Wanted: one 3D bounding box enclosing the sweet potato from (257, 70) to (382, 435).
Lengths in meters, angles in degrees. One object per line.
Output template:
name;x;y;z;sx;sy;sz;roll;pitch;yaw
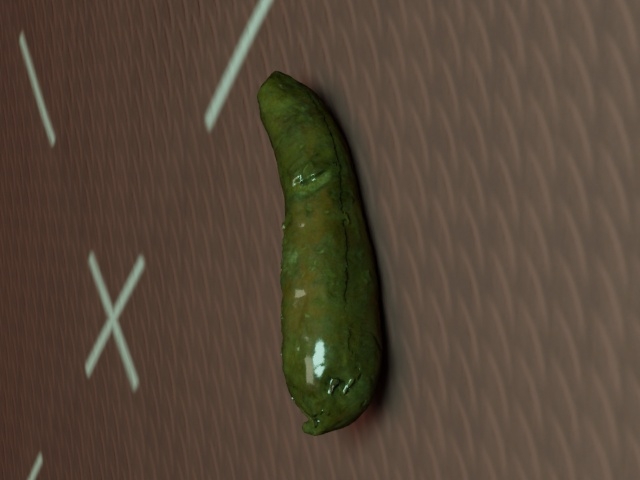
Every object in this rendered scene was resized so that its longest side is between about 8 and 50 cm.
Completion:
sweet potato;0.000;0.000;0.928;0.075;0.075;0.273;-33;59;53
